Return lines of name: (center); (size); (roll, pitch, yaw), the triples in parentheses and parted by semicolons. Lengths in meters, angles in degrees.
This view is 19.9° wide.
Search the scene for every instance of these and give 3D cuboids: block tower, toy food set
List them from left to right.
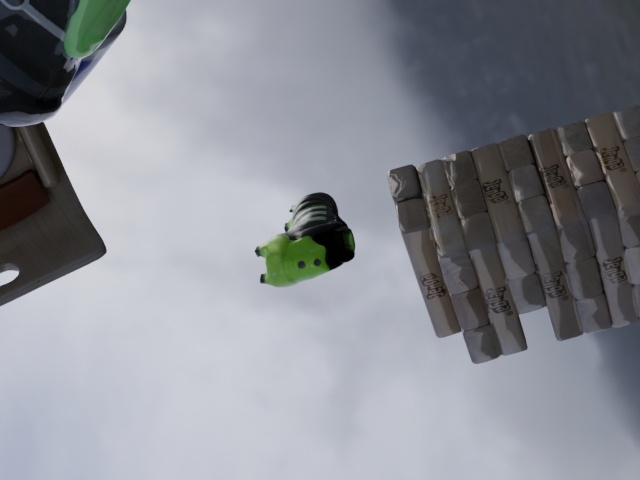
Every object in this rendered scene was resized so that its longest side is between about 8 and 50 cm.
toy food set: (-0.323, -0.076, 1.430); (0.092, 0.220, 0.306); (41, 155, 61)
block tower: (0.216, -0.026, 1.050); (0.091, 0.336, 0.097); (-100, -8, -49)

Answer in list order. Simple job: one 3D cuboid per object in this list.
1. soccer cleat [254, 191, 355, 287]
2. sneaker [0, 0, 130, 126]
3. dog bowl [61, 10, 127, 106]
soccer cleat: (0.000, 0.000, 1.580); (0.179, 0.072, 0.060); (-51, -47, -67)
sneaker: (-0.293, -0.191, 0.928); (0.185, 0.483, 0.202); (4, -73, -57)
dog bowl: (-0.317, -0.240, 1.701); (0.265, 0.104, 0.265); (34, -157, -16)
